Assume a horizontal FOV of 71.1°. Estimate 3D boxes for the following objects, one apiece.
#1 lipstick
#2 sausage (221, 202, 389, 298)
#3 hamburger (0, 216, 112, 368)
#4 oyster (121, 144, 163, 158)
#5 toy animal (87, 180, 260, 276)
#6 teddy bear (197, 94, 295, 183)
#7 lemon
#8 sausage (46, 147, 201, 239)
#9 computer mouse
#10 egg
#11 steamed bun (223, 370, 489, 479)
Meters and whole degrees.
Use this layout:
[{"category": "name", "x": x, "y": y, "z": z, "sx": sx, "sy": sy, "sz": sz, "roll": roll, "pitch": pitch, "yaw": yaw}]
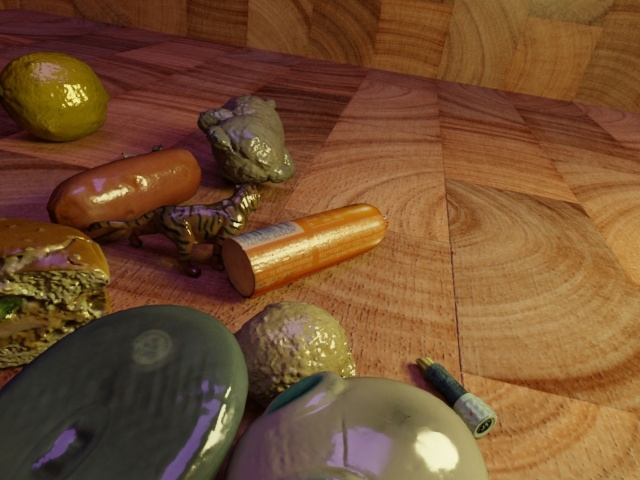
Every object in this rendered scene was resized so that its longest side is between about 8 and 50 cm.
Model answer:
[{"category": "lipstick", "x": 0.154, "y": 0.175, "z": 0.530, "sx": 0.037, "sy": 0.037, "sz": 0.116, "roll": -8, "pitch": 31, "yaw": -25}, {"category": "sausage", "x": 0.000, "y": 0.000, "z": 0.722, "sx": 0.312, "sy": 0.092, "sz": 0.093, "roll": -19, "pitch": 41, "yaw": -37}, {"category": "hamburger", "x": -0.383, "y": 0.047, "z": 0.505, "sx": 0.283, "sy": 0.143, "sz": 0.156, "roll": -4, "pitch": 35, "yaw": -17}, {"category": "oyster", "x": -0.373, "y": -0.155, "z": 0.938, "sx": 0.106, "sy": 0.061, "sz": 0.199, "roll": -9, "pitch": 29, "yaw": 5}, {"category": "toy animal", "x": -0.218, "y": -0.021, "z": 0.681, "sx": 0.256, "sy": 0.116, "sz": 0.114, "roll": -4, "pitch": 32, "yaw": -18}, {"category": "teddy bear", "x": -0.151, "y": -0.212, "z": 0.969, "sx": 0.236, "sy": 0.151, "sz": 0.267, "roll": 26, "pitch": 35, "yaw": -25}, {"category": "lemon", "x": -0.591, "y": -0.318, "z": 1.001, "sx": 0.231, "sy": 0.192, "sz": 0.192, "roll": -14, "pitch": 37, "yaw": -43}, {"category": "sausage", "x": -0.326, "y": -0.081, "z": 0.754, "sx": 0.114, "sy": 0.113, "sz": 0.259, "roll": 25, "pitch": 35, "yaw": 25}, {"category": "computer mouse", "x": -0.191, "y": 0.202, "z": 0.324, "sx": 0.189, "sy": 0.121, "sz": 0.371, "roll": 17, "pitch": 39, "yaw": 20}, {"category": "egg", "x": -0.033, "y": 0.125, "z": 0.498, "sx": 0.140, "sy": 0.118, "sz": 0.116, "roll": -7, "pitch": -9, "yaw": -7}, {"category": "steamed bun", "x": 0.035, "y": 0.194, "z": 0.378, "sx": 0.228, "sy": 0.130, "sz": 0.177, "roll": 3, "pitch": 34, "yaw": -12}]
